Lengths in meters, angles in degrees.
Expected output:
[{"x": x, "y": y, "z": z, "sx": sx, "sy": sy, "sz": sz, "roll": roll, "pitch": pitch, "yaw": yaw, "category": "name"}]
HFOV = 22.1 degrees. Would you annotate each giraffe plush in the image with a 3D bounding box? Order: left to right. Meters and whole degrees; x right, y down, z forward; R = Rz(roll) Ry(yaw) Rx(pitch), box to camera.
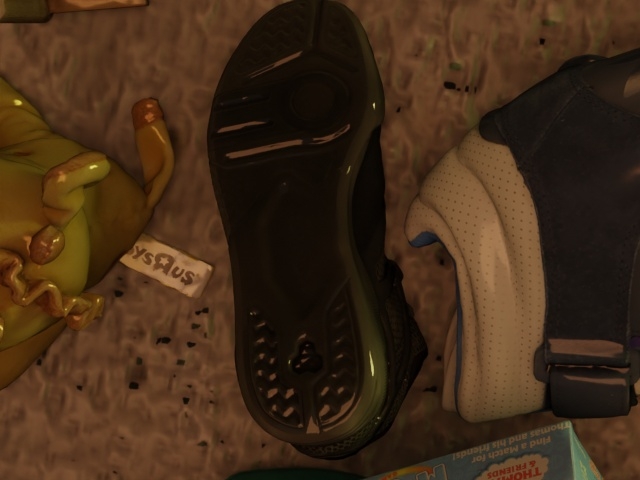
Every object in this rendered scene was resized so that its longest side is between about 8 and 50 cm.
[{"x": -0.159, "y": 0.002, "z": 0.760, "sx": 0.210, "sy": 0.170, "sz": 0.181, "roll": 9, "pitch": 97, "yaw": 0, "category": "giraffe plush"}]

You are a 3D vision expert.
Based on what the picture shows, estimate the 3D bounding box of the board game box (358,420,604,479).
[{"x": 0.081, "y": 0.176, "z": 0.769, "sx": 0.160, "sy": 0.039, "sz": 0.211, "roll": -19, "pitch": 131, "yaw": 20, "category": "board game box"}]

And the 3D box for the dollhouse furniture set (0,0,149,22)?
[{"x": -0.076, "y": -0.179, "z": 0.758, "sx": 0.151, "sy": 0.123, "sz": 0.144, "roll": -5, "pitch": 97, "yaw": 2, "category": "dollhouse furniture set"}]

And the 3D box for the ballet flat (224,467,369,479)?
[{"x": 0.057, "y": 0.166, "z": 0.827, "sx": 0.232, "sy": 0.080, "sz": 0.073, "roll": 5, "pitch": 113, "yaw": 2, "category": "ballet flat"}]

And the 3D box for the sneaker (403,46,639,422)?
[{"x": 0.183, "y": 0.056, "z": 0.801, "sx": 0.236, "sy": 0.130, "sz": 0.323, "roll": -26, "pitch": 112, "yaw": 24, "category": "sneaker"}]

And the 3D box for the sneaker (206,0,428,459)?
[{"x": 0.000, "y": 0.000, "z": 0.808, "sx": 0.087, "sy": 0.130, "sz": 0.228, "roll": -8, "pitch": 70, "yaw": 7, "category": "sneaker"}]
